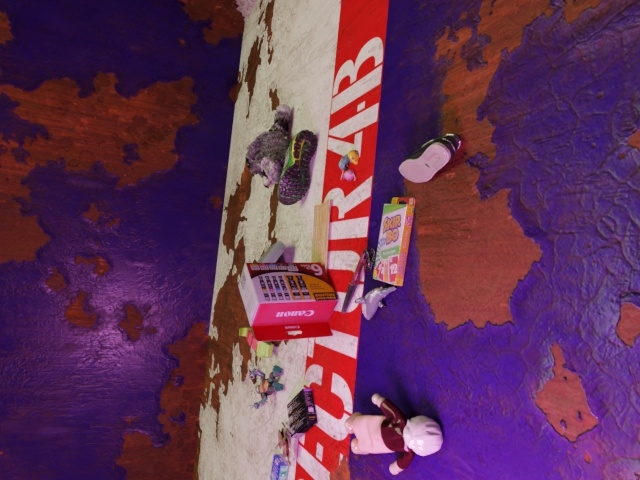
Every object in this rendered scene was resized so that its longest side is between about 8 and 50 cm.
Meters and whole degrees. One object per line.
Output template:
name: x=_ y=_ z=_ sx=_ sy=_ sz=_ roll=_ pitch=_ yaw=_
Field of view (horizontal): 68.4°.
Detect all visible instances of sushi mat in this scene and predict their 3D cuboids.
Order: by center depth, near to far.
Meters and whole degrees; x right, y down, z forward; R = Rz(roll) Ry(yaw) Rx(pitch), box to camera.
sushi mat: x=0.000 y=0.000 z=1.894 sx=0.151 sy=0.019 sz=0.316 roll=-13 pitch=72 yaw=63

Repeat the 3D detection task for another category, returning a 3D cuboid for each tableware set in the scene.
tableware set: x=-0.155 y=0.822 z=1.907 sx=0.194 sy=0.039 sz=0.128 roll=154 pitch=115 yaw=-74

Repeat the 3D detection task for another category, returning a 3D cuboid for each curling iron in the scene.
curling iron: x=0.119 y=0.141 z=1.576 sx=0.068 sy=0.035 sz=0.273 roll=-113 pitch=39 yaw=-49

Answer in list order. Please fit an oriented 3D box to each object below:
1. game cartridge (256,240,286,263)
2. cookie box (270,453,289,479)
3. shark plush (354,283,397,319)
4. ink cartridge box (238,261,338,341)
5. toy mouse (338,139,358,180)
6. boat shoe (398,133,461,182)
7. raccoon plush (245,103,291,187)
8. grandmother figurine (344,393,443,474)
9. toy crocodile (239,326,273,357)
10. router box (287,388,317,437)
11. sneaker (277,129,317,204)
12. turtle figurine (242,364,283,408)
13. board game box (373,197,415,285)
game cartridge: x=-0.263 y=0.106 z=2.240 sx=0.198 sy=0.062 sz=0.297 roll=-49 pitch=7 yaw=-17
cookie box: x=-0.171 y=0.961 z=1.956 sx=0.092 sy=0.040 sz=0.107 roll=-162 pitch=80 yaw=-65
shark plush: x=0.183 y=0.180 z=1.444 sx=0.161 sy=0.073 sz=0.067 roll=-39 pitch=66 yaw=29
ink cartridge box: x=-0.109 y=0.214 z=1.703 sx=0.271 sy=0.310 sz=0.130 roll=63 pitch=142 yaw=42
toy mouse: x=0.096 y=-0.272 z=1.751 sx=0.143 sy=0.031 sz=0.160 roll=133 pitch=138 yaw=-52
boat shoe: x=0.295 y=-0.221 z=1.282 sx=0.079 sy=0.084 sz=0.233 roll=-49 pitch=7 yaw=-21
raccoon plush: x=-0.207 y=-0.470 z=2.285 sx=0.299 sy=0.216 sz=0.445 roll=14 pitch=95 yaw=57
grandmother figurine: x=0.190 y=0.510 z=1.254 sx=0.342 sy=0.104 sz=0.207 roll=-31 pitch=83 yaw=56
toy crocodile: x=-0.312 y=0.490 z=2.323 sx=0.341 sy=0.105 sz=0.115 roll=23 pitch=104 yaw=64
router box: x=-0.074 y=0.670 z=1.825 sx=0.179 sy=0.046 sz=0.133 roll=124 pitch=145 yaw=-44
sneaker: x=-0.107 y=-0.322 z=2.122 sx=0.146 sy=0.134 sz=0.343 roll=-154 pitch=82 yaw=-71
turtle figurine: x=-0.256 y=0.660 z=2.142 sx=0.234 sy=0.118 sz=0.175 roll=-38 pitch=63 yaw=37
board game box: x=0.219 y=-0.003 z=1.408 sx=0.124 sy=0.039 sz=0.259 roll=11 pitch=91 yaw=65
